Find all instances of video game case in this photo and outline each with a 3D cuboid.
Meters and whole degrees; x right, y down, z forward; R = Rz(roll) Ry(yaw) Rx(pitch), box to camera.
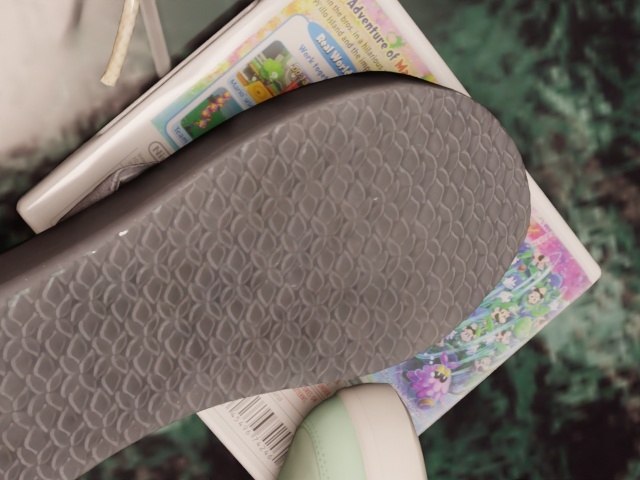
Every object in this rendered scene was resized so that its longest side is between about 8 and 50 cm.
[{"bbox_3d":[0.000,0.000,0.602,0.143,0.019,0.157,-41,108,-4],"label":"video game case"}]

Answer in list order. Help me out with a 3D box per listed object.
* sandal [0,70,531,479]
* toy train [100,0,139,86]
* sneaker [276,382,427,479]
[{"bbox_3d":[-0.047,0.011,0.538,0.255,0.054,0.097,-22,118,-23],"label":"sandal"},{"bbox_3d":[0.032,-0.151,0.515,0.143,0.105,0.248,13,98,-1],"label":"toy train"},{"bbox_3d":[-0.062,0.154,0.569,0.151,0.094,0.255,14,107,-17],"label":"sneaker"}]
